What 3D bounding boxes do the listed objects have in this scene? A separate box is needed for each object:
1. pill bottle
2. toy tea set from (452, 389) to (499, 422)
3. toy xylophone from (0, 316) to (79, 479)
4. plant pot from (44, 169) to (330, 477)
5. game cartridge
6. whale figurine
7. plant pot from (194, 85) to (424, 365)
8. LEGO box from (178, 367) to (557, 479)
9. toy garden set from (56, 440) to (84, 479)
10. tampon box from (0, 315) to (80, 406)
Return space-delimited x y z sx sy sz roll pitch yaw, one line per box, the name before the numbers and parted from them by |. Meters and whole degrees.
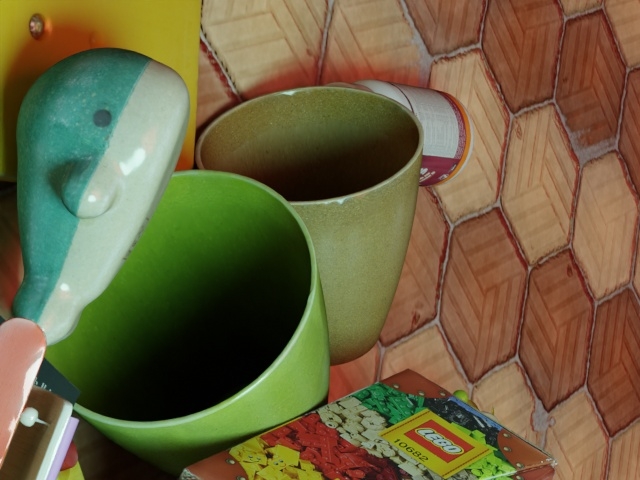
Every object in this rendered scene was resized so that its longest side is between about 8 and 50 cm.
pill bottle | 0.079 -0.127 1.936 0.221 0.121 0.121 1 89 -55
toy tea set | 0.111 0.311 1.999 0.200 0.124 0.336 -21 131 -19
toy xylophone | -0.351 0.149 1.227 0.081 0.323 0.236 158 -55 -82
plant pot | -0.102 0.126 1.596 0.293 0.275 0.274 66 39 -53
game cartridge | -0.231 -0.188 1.563 0.324 0.053 0.285 9 83 -57
whale figurine | -0.217 -0.042 1.436 0.216 0.141 0.272 -177 -68 -88
plant pot | 0.000 0.000 1.762 0.237 0.237 0.254 -48 142 -44
LEGO box | -0.016 0.416 1.566 0.372 0.193 0.500 -16 131 -54
toy garden set | -0.249 0.259 1.395 0.244 0.204 0.049 51 28 -41
tampon box | -0.308 0.126 1.384 0.161 0.120 0.101 52 49 -41
